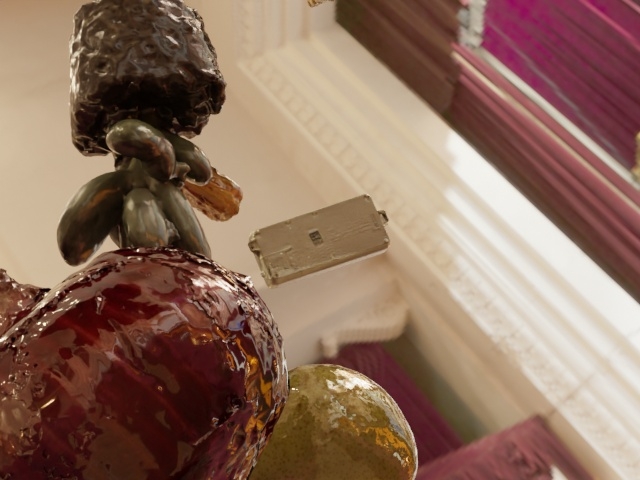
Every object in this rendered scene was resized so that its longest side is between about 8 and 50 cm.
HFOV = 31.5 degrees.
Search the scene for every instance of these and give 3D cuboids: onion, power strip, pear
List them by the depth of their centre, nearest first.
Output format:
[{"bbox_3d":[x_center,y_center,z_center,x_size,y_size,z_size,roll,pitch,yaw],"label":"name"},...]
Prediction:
[{"bbox_3d":[-0.142,0.101,0.728,0.252,0.219,0.252,-38,-13,-11],"label":"onion"},{"bbox_3d":[-0.007,0.178,0.932,0.167,0.137,0.167,-21,-36,-16],"label":"pear"},{"bbox_3d":[0.000,0.000,1.473,0.192,0.081,0.035,-19,-16,-19],"label":"power strip"}]

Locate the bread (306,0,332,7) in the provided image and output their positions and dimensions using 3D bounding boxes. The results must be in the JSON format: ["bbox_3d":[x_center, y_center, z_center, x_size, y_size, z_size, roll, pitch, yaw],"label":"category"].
[{"bbox_3d":[0.051,-0.408,1.386,0.183,0.224,0.211,-13,-78,-2],"label":"bread"}]

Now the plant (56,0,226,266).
[{"bbox_3d":[-0.158,-0.090,1.027,0.146,0.275,0.149,-1,-28,-6],"label":"plant"}]

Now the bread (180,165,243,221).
[{"bbox_3d":[-0.143,-0.064,1.349,0.044,0.110,0.083,-56,5,-15],"label":"bread"}]
